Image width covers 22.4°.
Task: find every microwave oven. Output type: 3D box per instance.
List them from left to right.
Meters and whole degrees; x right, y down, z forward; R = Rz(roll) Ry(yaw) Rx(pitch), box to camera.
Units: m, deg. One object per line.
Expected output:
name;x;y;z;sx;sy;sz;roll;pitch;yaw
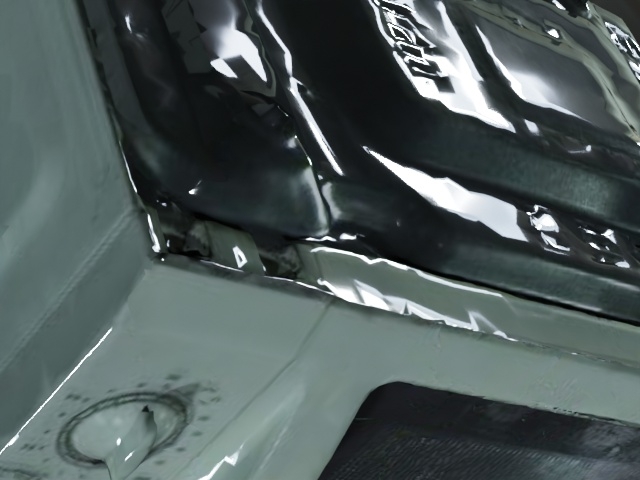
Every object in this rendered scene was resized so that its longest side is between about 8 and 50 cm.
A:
microwave oven;0.000;0.000;0.538;0.181;0.295;0.237;-46;-132;32
